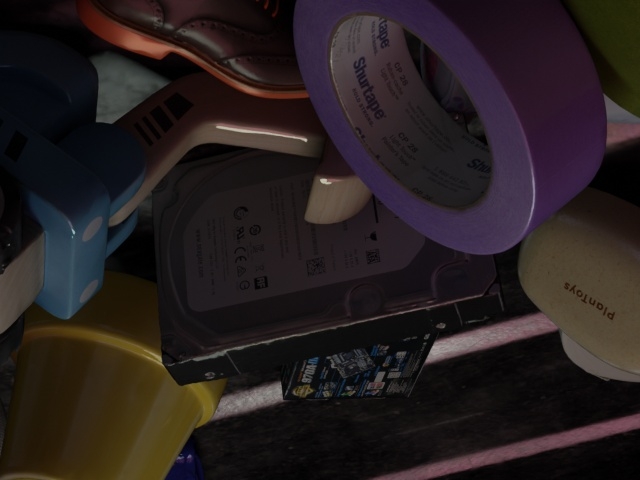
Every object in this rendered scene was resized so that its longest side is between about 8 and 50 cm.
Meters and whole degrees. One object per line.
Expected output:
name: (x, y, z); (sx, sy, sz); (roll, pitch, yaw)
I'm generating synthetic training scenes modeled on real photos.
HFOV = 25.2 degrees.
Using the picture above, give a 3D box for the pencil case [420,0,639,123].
pencil case: (0.230, -0.173, 1.321); (0.273, 0.124, 0.113); (0, 178, -13)

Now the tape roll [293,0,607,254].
tape roll: (0.101, -0.125, 1.177); (0.090, 0.275, 0.274); (-36, 157, -25)

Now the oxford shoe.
oxford shoe: (-0.069, -0.198, 1.250); (0.271, 0.097, 0.098); (11, 138, -27)

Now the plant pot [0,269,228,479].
plant pot: (-0.249, 0.196, 1.632); (0.254, 0.239, 0.254); (12, 150, 7)

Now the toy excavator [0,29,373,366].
toy excavator: (-0.209, -0.080, 1.315); (0.433, 0.445, 0.222); (34, 149, 12)

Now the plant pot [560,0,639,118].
plant pot: (0.312, -0.251, 1.048); (0.367, 0.366, 0.353); (-9, 159, 2)

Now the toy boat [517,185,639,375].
toy boat: (0.368, -0.003, 1.566); (0.148, 0.267, 0.318); (-27, 148, -42)

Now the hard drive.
hard drive: (0.000, 0.000, 1.442); (0.339, 0.236, 0.064); (-12, 148, 8)

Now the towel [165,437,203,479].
towel: (-0.326, 0.356, 2.103); (0.308, 0.076, 0.227); (-5, 141, -4)

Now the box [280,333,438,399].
box: (0.050, 0.136, 1.842); (0.175, 0.051, 0.220); (-1, 147, -11)

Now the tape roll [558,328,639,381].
tape roll: (0.487, 0.063, 1.801); (0.392, 0.072, 0.392); (-5, 149, -3)

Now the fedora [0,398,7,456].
fedora: (-0.484, 0.227, 1.735); (0.244, 0.124, 0.275); (9, 107, 3)
